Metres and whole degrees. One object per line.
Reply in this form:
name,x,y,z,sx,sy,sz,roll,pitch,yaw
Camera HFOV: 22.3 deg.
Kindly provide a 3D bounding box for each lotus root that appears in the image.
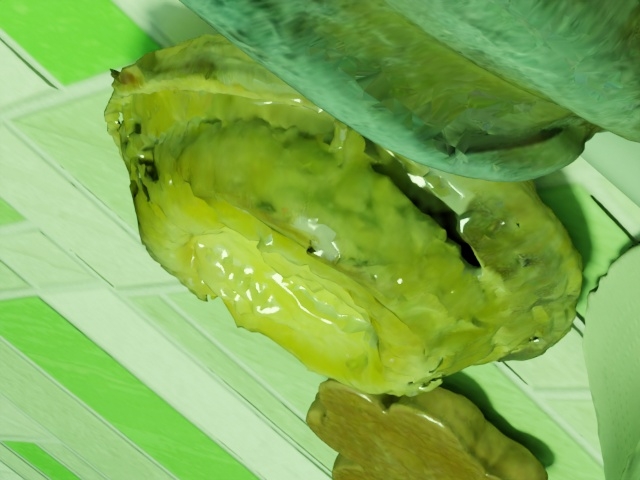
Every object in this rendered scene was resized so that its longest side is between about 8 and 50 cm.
lotus root,0.005,-0.130,0.446,0.322,0.140,0.158,32,152,-35

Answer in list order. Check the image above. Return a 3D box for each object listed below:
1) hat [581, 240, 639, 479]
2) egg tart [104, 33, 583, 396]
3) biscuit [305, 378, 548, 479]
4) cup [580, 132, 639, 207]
hat,0.175,0.128,0.726,0.168,0.257,0.301,24,164,4
egg tart,0.000,0.000,0.839,0.279,0.095,0.279,24,154,12
biscuit,0.086,0.166,1.117,0.202,0.044,0.288,13,148,35
cup,0.117,-0.061,0.630,0.116,0.074,0.104,40,179,-30
